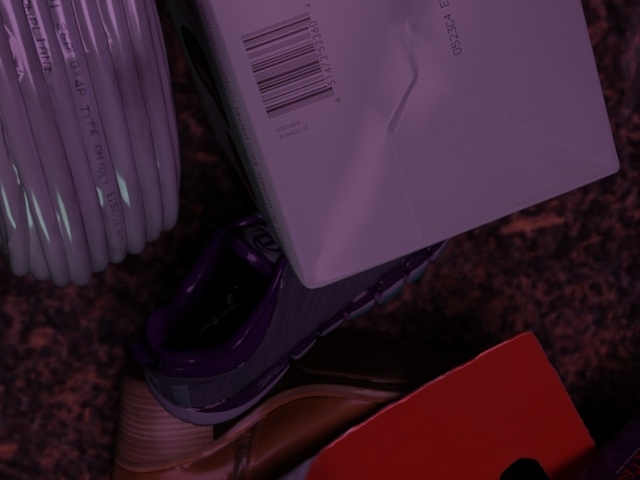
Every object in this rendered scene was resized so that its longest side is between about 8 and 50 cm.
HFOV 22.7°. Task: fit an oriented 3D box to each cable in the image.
[{"bbox_3d":[-0.127,-0.106,0.649,0.089,0.257,0.257,-18,115,-13],"label":"cable"}]

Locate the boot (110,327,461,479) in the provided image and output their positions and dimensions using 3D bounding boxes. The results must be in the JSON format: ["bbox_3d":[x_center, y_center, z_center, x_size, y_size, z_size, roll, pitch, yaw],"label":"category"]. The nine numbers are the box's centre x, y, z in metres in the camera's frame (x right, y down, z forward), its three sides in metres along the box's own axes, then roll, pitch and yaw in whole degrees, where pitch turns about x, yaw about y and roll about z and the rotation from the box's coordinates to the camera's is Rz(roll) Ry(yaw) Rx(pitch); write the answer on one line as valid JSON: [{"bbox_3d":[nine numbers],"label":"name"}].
[{"bbox_3d":[-0.017,0.131,0.883,0.197,0.073,0.152,-1,113,-5],"label":"boot"}]

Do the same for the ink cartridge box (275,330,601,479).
[{"bbox_3d":[0.021,0.262,0.892,0.385,0.091,0.308,-33,132,1],"label":"ink cartridge box"}]

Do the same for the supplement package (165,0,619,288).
[{"bbox_3d":[0.010,-0.121,0.710,0.149,0.203,0.194,-20,115,-6],"label":"supplement package"}]

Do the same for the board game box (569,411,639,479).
[{"bbox_3d":[0.211,0.268,0.957,0.208,0.056,0.347,-45,126,-16],"label":"board game box"}]

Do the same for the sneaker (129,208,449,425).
[{"bbox_3d":[0.000,0.000,0.788,0.083,0.098,0.223,40,79,15],"label":"sneaker"}]
